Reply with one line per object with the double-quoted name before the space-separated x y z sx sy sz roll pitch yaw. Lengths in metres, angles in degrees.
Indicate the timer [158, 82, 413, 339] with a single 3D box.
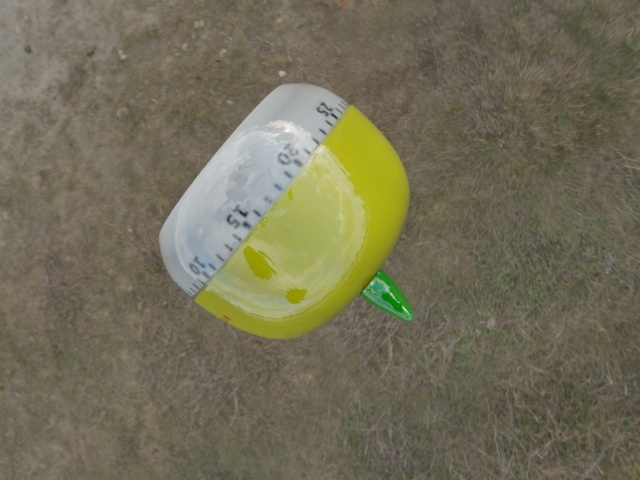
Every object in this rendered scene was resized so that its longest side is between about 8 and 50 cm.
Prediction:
"timer" 0.000 0.000 0.564 0.285 0.285 0.285 3 101 18
